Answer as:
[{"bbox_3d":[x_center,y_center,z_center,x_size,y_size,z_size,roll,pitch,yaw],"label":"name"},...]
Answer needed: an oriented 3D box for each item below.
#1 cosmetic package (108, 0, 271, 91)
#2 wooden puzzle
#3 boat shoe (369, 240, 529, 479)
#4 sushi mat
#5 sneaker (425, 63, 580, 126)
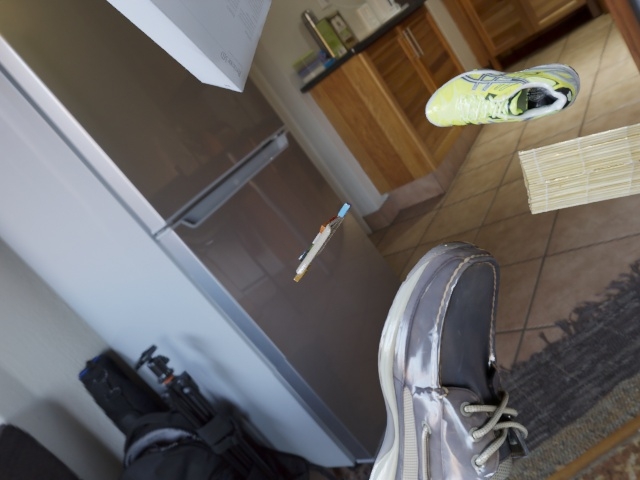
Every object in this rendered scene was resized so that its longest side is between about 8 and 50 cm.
[{"bbox_3d":[-0.178,-0.426,0.679,0.377,0.097,0.284,19,-93,-77],"label":"cosmetic package"},{"bbox_3d":[0.000,0.000,0.515,0.116,0.014,0.078,-55,-3,19],"label":"wooden puzzle"},{"bbox_3d":[0.140,0.178,0.461,0.132,0.355,0.130,-9,20,-35],"label":"boat shoe"},{"bbox_3d":[0.501,-0.128,0.761,0.316,0.151,0.019,-11,42,23],"label":"sushi mat"},{"bbox_3d":[0.457,-0.374,1.218,0.384,0.145,0.147,-5,26,31],"label":"sneaker"}]
